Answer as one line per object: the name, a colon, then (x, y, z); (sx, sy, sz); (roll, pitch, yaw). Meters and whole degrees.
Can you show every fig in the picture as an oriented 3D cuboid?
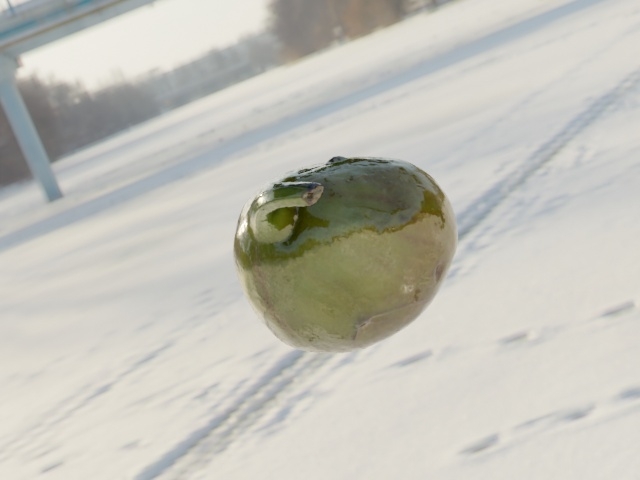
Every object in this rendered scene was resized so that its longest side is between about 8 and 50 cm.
fig: (0.000, 0.000, 0.478); (0.084, 0.082, 0.098); (10, -15, 47)
